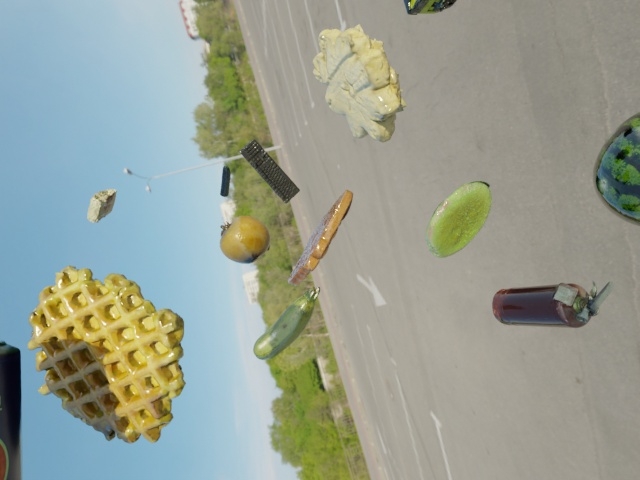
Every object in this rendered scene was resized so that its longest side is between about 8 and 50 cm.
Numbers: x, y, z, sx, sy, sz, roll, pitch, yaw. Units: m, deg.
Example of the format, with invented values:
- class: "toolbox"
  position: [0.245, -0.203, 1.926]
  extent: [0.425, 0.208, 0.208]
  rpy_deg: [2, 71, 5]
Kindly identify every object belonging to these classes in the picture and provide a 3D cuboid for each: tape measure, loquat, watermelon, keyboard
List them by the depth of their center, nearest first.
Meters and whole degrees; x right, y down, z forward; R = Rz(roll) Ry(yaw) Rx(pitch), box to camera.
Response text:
- class: "watermelon"
  position: [0.708, -0.154, 0.837]
  extent: [0.269, 0.269, 0.269]
  rpy_deg: [165, 90, -85]
- class: "keyboard"
  position: [-0.141, -0.193, 1.156]
  extent: [0.195, 0.060, 0.018]
  rpy_deg: [47, 173, -17]
- class: "tape measure"
  position: [0.314, -0.746, 1.194]
  extent: [0.112, 0.186, 0.199]
  rpy_deg: [-32, 74, 67]
- class: "loquat"
  position: [-0.226, -0.001, 1.226]
  extent: [0.163, 0.163, 0.137]
  rpy_deg: [83, -158, -58]

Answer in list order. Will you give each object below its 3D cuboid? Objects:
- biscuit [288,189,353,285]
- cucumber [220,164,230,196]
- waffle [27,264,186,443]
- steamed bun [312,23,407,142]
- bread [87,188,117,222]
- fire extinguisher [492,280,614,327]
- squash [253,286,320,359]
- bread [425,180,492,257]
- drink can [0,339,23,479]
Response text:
- class: "biscuit"
  position: [0.000, 0.000, 0.946]
  extent: [0.280, 0.043, 0.183]
  rpy_deg: [-54, 14, 25]
- class: "cucumber"
  position: [-0.329, -0.209, 1.429]
  extent: [0.133, 0.032, 0.032]
  rpy_deg: [109, 150, -46]
- class: "waffle"
  position: [-0.303, 0.164, 0.582]
  extent: [0.052, 0.254, 0.245]
  rpy_deg: [-34, -36, -73]
- class: "steamed bun"
  position: [0.117, -0.393, 1.041]
  extent: [0.295, 0.137, 0.292]
  rpy_deg: [39, 157, 43]
- class: "bread"
  position: [-0.534, -0.086, 1.009]
  extent: [0.083, 0.035, 0.070]
  rpy_deg: [-83, 19, -64]
- class: "fire extinguisher"
  position: [0.504, 0.139, 0.909]
  extent: [0.269, 0.105, 0.104]
  rpy_deg: [143, 112, -73]
- class: "squash"
  position: [-0.101, 0.283, 1.359]
  extent: [0.094, 0.341, 0.094]
  rpy_deg: [38, -164, -13]
- class: "bread"
  position: [0.478, -0.065, 1.396]
  extent: [0.045, 0.301, 0.301]
  rpy_deg: [46, 156, 40]
- class: "drink can"
  position: [-0.386, 0.215, 0.436]
  extent: [0.118, 0.118, 0.204]
  rpy_deg: [135, 131, -84]
